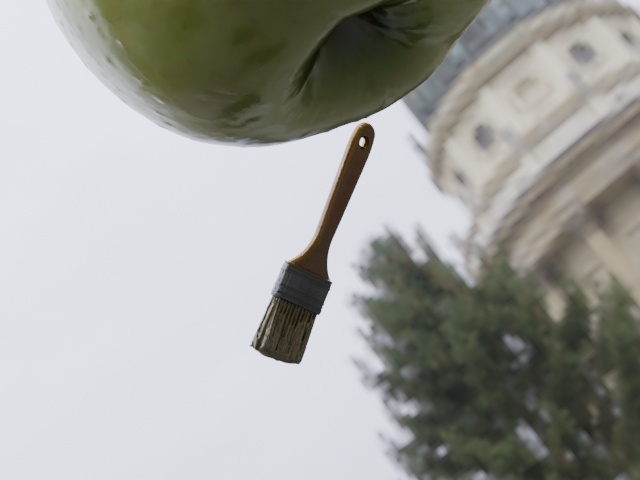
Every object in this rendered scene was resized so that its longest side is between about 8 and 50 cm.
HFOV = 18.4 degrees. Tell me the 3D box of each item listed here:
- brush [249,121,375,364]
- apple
[{"bbox_3d":[0.000,0.000,1.309,0.043,0.014,0.170,26,-97,-40],"label":"brush"},{"bbox_3d":[-0.035,-0.187,1.088,0.279,0.279,0.279,-28,-27,-16],"label":"apple"}]
